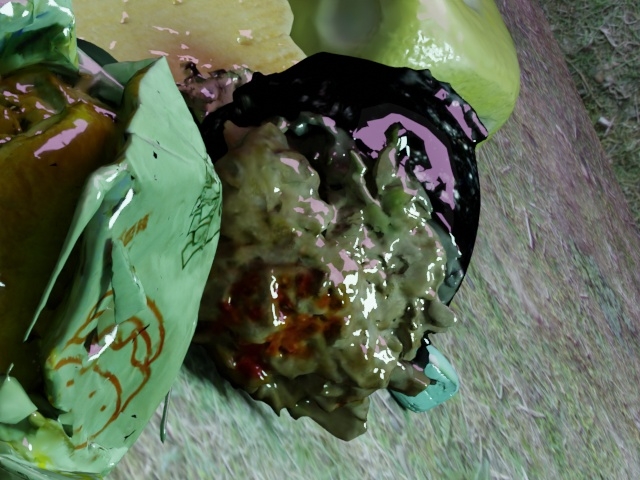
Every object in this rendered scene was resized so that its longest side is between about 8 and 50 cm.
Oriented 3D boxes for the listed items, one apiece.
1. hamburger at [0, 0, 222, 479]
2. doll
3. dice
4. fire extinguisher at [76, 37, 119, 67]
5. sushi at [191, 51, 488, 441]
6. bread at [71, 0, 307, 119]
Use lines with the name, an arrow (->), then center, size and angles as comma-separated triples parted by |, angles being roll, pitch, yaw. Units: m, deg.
hamburger -> -0.125, 0.015, 0.890 | 0.260, 0.150, 0.276 | -55, 142, -25
doll -> 0.051, 0.056, 1.664 | 0.158, 0.059, 0.159 | 40, 27, -51
dice -> 0.013, -0.175, 1.633 | 0.227, 0.233, 0.238 | 26, 37, -61
fire extinguisher -> -0.186, -0.040, 1.064 | 0.114, 0.095, 0.311 | 15, 18, 2
sushi -> -0.001, 0.003, 1.336 | 0.238, 0.225, 0.219 | 27, 28, 2
bread -> -0.119, -0.171, 1.438 | 0.251, 0.039, 0.182 | -1, 57, -44
